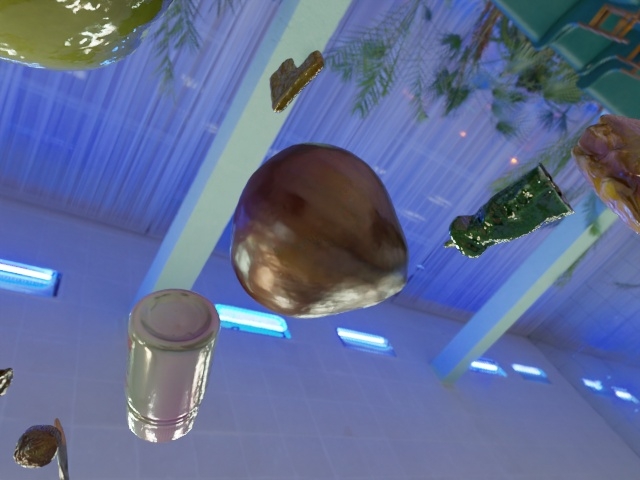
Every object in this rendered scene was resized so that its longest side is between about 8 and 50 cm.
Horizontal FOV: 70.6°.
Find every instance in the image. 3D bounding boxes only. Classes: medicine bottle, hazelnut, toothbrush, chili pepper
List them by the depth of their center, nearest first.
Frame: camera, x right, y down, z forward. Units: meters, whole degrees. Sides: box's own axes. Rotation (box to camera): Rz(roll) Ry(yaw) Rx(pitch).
[{"bbox_3d":[0.000,0.000,0.924,0.359,0.359,0.409,43,-172,19],"label":"hazelnut"},{"bbox_3d":[0.390,-0.045,0.989,0.136,0.270,0.099,30,-142,-36],"label":"chili pepper"},{"bbox_3d":[-0.645,0.608,1.142,0.037,0.028,0.375,27,-163,-47],"label":"toothbrush"},{"bbox_3d":[-0.393,0.333,1.177,0.219,0.388,0.219,12,-147,-8],"label":"medicine bottle"}]

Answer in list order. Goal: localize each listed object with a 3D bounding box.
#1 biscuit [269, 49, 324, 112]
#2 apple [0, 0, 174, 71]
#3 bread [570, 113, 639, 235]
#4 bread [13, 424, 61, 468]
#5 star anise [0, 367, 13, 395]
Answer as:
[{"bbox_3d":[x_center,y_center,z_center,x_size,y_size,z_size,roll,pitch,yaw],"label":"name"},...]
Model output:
[{"bbox_3d":[-0.065,-0.413,1.118,0.039,0.174,0.183,30,-151,-33],"label":"biscuit"},{"bbox_3d":[-0.226,-0.313,0.373,0.258,0.233,0.295,23,-127,-43],"label":"apple"},{"bbox_3d":[0.618,-0.107,0.846,0.195,0.149,0.344,10,-143,-6],"label":"bread"},{"bbox_3d":[-0.580,0.424,0.925,0.085,0.085,0.053,29,176,-13],"label":"bread"},{"bbox_3d":[-0.925,0.390,1.153,0.148,0.346,0.237,21,-133,-50],"label":"star anise"}]
